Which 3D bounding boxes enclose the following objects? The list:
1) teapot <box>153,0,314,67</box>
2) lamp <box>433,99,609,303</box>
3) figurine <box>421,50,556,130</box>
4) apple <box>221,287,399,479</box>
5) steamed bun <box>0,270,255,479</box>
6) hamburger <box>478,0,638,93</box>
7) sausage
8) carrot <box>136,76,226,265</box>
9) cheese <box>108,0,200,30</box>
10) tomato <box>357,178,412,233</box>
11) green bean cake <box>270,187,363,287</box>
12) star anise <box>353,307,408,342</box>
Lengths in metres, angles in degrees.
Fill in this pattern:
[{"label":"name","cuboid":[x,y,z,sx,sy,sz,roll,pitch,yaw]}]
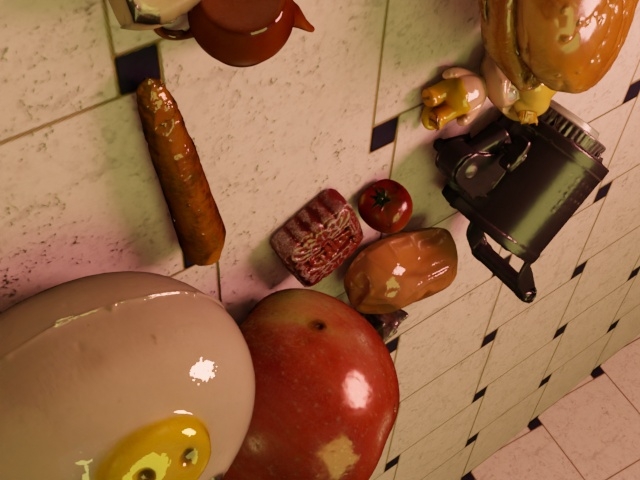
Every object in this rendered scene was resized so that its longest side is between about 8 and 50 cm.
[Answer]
[{"label":"teapot","cuboid":[-0.089,-0.229,0.872,0.173,0.116,0.116,-6,139,-9]},{"label":"lamp","cuboid":[0.361,-0.103,1.436,0.272,0.205,0.374,-40,138,0]},{"label":"figurine","cuboid":[0.272,-0.240,1.269,0.246,0.131,0.156,-19,103,-12]},{"label":"apple","cuboid":[-0.038,0.248,1.257,0.348,0.277,0.348,-57,179,-1]},{"label":"steamed bun","cuboid":[-0.258,0.200,0.982,0.374,0.334,0.334,-18,141,-31]},{"label":"hamburger","cuboid":[0.318,-0.342,1.086,0.319,0.158,0.318,-23,120,-49]},{"label":"sausage","cuboid":[0.147,0.050,1.457,0.241,0.120,0.136,-16,150,-40]},{"label":"carrot","cuboid":[-0.164,-0.078,0.997,0.066,0.066,0.314,-33,145,-19]},{"label":"cheese","cuboid":[-0.103,-0.302,0.791,0.251,0.054,0.127,-37,129,-25]},{"label":"tomato","cuboid":[0.105,-0.051,1.322,0.087,0.087,0.075,-40,151,-7]},{"label":"green bean cake","cuboid":[0.000,0.000,1.286,0.135,0.056,0.135,-40,149,-5]},{"label":"star anise","cuboid":[0.050,0.192,1.532,0.223,0.109,0.236,-37,162,-22]}]
